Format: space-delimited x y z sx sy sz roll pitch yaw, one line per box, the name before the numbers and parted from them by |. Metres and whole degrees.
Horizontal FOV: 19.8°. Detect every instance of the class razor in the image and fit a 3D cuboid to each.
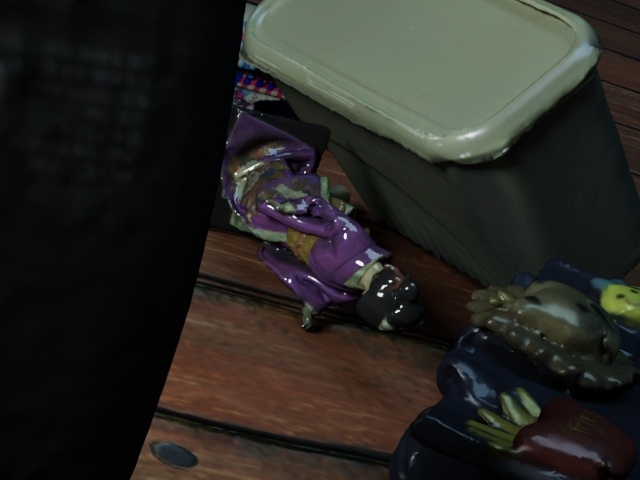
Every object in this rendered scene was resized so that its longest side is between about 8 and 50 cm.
razor | -0.124 -0.011 0.598 0.189 0.327 0.107 5 21 -37

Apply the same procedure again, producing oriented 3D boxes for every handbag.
handbag | 0.204 0.126 0.943 0.329 0.122 0.303 26 19 11

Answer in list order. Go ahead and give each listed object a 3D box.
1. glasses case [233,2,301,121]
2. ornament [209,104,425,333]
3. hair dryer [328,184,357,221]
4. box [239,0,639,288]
glasses case | -0.092 -0.141 1.357 0.327 0.076 0.125 11 25 -33
ornament | -0.004 0.006 1.074 0.088 0.081 0.203 9 26 -34
hair dryer | 0.003 -0.023 1.233 0.063 0.038 0.124 31 13 14
box | 0.081 -0.071 1.184 0.274 0.138 0.178 36 -20 50
